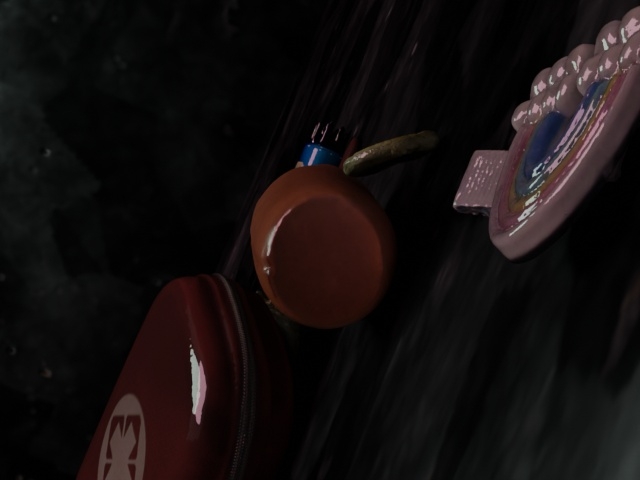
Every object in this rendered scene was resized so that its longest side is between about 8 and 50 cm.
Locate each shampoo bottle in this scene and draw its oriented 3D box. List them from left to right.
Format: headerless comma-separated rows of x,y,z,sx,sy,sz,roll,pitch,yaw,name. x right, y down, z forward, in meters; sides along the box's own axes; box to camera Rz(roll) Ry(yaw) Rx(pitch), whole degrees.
-0.016,-0.052,2.246,0.087,0.050,0.183,156,136,-87,shampoo bottle

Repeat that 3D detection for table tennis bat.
0.019,-0.062,2.145,0.154,0.019,0.098,-78,12,-69,table tennis bat

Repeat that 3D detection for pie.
0.061,-0.073,1.613,0.085,0.085,0.017,137,117,-75,pie

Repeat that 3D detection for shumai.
-0.061,0.103,1.965,0.124,0.099,0.087,-49,-2,36,shumai

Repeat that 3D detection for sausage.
0.000,0.000,1.641,0.304,0.121,0.121,-113,45,-83,sausage

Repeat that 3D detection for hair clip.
0.134,-0.046,1.048,0.140,0.054,0.220,-63,8,-16,hair clip

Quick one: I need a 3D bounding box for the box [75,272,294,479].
-0.146,0.226,1.875,0.404,0.108,0.263,-64,29,31,box
